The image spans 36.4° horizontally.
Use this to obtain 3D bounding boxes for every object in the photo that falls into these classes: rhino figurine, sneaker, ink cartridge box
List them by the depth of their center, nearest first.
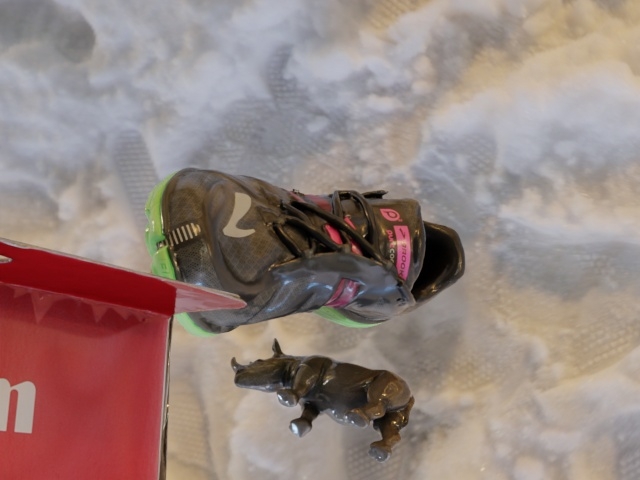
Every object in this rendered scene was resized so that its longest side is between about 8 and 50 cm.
[{"bbox_3d":[-0.233,0.076,0.459,0.272,0.309,0.130,-14,69,43],"label":"ink cartridge box"},{"bbox_3d":[0.000,0.000,1.049,0.202,0.483,0.185,-19,78,32],"label":"sneaker"},{"bbox_3d":[-0.004,0.173,1.131,0.243,0.106,0.073,14,123,28],"label":"rhino figurine"}]
